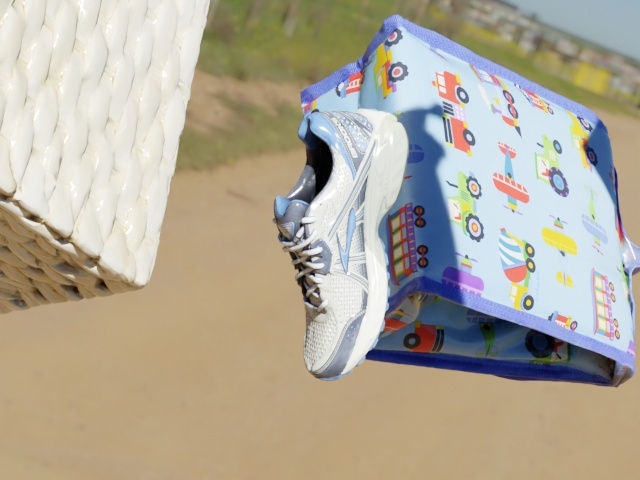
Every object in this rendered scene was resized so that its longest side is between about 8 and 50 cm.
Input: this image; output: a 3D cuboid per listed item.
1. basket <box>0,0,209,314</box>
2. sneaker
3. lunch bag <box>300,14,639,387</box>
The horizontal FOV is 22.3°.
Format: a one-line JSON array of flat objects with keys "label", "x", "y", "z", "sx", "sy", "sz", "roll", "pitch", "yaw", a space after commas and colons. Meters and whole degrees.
[{"label": "basket", "x": -0.282, "y": -0.144, "z": 1.156, "sx": 0.266, "sy": 0.331, "sz": 0.328, "roll": -6, "pitch": -30, "yaw": 32}, {"label": "sneaker", "x": 0.000, "y": 0.000, "z": 0.790, "sx": 0.058, "sy": 0.135, "sz": 0.052, "roll": 8, "pitch": -3, "yaw": -34}, {"label": "lunch bag", "x": 0.145, "y": -0.015, "z": 1.248, "sx": 0.293, "sy": 0.221, "sz": 0.138, "roll": 13, "pitch": -29, "yaw": -31}]
